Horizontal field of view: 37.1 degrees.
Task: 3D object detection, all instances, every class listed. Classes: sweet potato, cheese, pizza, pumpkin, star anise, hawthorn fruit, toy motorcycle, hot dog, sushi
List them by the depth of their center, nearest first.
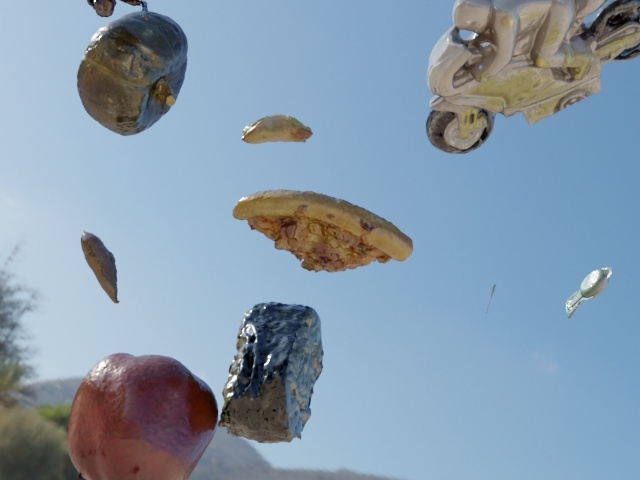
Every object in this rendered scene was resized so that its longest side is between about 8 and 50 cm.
[{"bbox_3d":[0.263,-0.250,1.229,0.340,0.108,0.223,-27,-49,17],"label":"toy motorcycle"},{"bbox_3d":[-0.302,-0.372,1.430,0.070,0.097,0.191,53,-1,-41],"label":"star anise"},{"bbox_3d":[-0.299,-0.275,1.582,0.162,0.219,0.219,32,-21,11],"label":"pumpkin"},{"bbox_3d":[0.000,0.000,1.755,0.335,0.086,0.226,14,-35,1],"label":"pizza"},{"bbox_3d":[0.501,0.092,1.784,0.026,0.067,0.121,33,-57,-10],"label":"cheese"},{"bbox_3d":[-0.347,0.360,1.860,0.295,0.295,0.311,38,13,-26],"label":"hawthorn fruit"},{"bbox_3d":[-0.100,0.267,1.957,0.170,0.350,0.211,-2,-55,13],"label":"sushi"},{"bbox_3d":[-0.493,0.054,2.157,0.068,0.206,0.060,-4,-32,-38],"label":"sweet potato"},{"bbox_3d":[-0.101,-0.264,2.224,0.168,0.061,0.078,-1,-36,1],"label":"hot dog"}]

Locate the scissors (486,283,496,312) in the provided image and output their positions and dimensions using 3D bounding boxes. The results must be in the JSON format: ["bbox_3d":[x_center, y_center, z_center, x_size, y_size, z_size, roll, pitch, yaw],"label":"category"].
[{"bbox_3d":[0.458,0.156,2.564,0.006,0.083,0.036,16,-7,17],"label":"scissors"}]
